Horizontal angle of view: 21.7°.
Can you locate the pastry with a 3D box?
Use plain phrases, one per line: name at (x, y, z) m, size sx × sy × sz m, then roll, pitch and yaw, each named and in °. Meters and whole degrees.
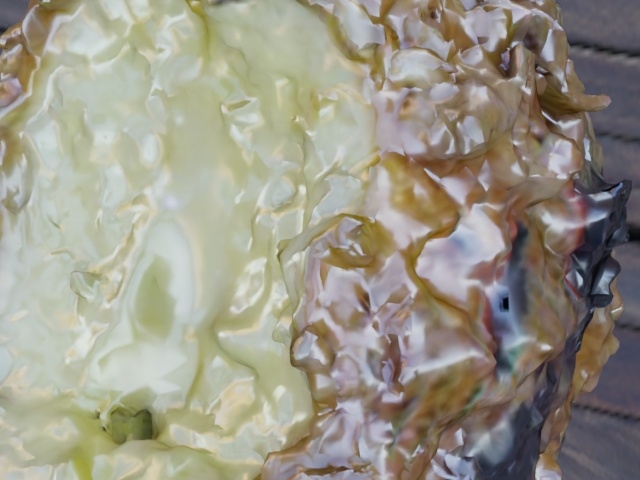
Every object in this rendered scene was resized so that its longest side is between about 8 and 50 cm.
pastry at (0.006, 0.011, 0.830) m, size 0.292 × 0.337 × 0.405 m, roll 5°, pitch 88°, yaw 30°
